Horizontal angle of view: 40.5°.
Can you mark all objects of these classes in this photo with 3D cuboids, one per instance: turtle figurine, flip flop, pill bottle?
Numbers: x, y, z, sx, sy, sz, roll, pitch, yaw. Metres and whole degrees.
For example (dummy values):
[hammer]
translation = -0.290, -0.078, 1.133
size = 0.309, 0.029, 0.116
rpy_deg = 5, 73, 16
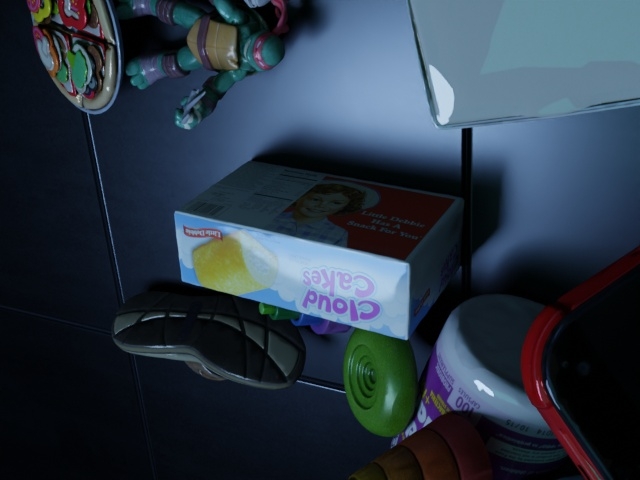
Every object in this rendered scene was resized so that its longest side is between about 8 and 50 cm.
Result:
[turtle figurine]
translation = -0.116, -0.202, 0.895
size = 0.234, 0.118, 0.175
rpy_deg = 18, 105, 41
[flip flop]
translation = -0.140, 0.131, 1.099
size = 0.277, 0.112, 0.080
rpy_deg = 5, 143, 25
[pill bottle]
translation = 0.165, 0.218, 0.918
size = 0.169, 0.169, 0.301
rpy_deg = 28, 124, 15

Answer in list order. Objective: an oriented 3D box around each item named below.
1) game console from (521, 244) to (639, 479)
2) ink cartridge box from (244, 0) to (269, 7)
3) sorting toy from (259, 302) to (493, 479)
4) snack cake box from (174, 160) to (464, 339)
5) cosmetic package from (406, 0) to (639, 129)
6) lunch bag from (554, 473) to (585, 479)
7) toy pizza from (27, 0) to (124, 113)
[game console]
translation = 0.391, 0.150, 0.694
size = 0.342, 0.060, 0.386
rpy_deg = -34, 83, 1
[ink cartridge box]
translation = -0.070, -0.372, 0.723
size = 0.201, 0.117, 0.278
rpy_deg = -39, 92, 1
[sorting toy]
translation = 0.026, 0.155, 0.870
size = 0.365, 0.126, 0.127
rpy_deg = -125, 42, -49
[snack cake box]
translation = 0.000, 0.000, 0.911
size = 0.264, 0.152, 0.089
rpy_deg = 12, 120, 25
[cosmetic package]
translation = 0.193, -0.183, 0.604
size = 0.160, 0.309, 0.113
rpy_deg = -4, 111, 31
[lunch bag]
translation = 0.219, 0.260, 0.825
size = 0.053, 0.071, 0.083
rpy_deg = -121, 33, -52
[toy pizza]
translation = -0.289, -0.240, 0.988
size = 0.201, 0.032, 0.201
rpy_deg = 27, 129, 40
